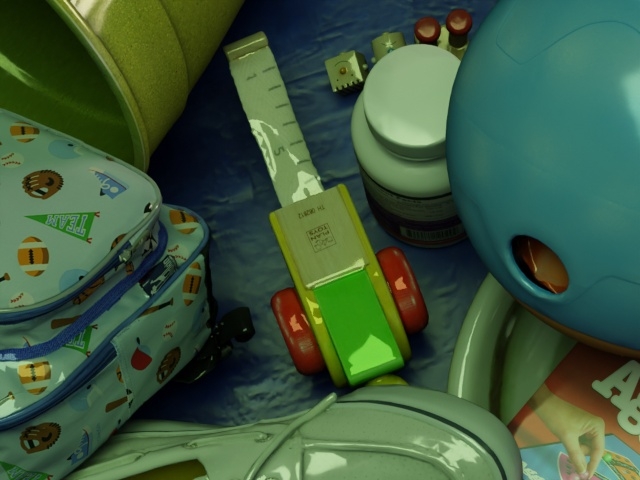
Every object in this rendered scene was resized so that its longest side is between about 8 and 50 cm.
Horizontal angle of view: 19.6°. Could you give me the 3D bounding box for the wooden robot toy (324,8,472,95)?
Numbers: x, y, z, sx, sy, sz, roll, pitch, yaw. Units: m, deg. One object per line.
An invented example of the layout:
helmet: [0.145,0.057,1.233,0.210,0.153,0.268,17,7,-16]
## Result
wooden robot toy: [0.095,-0.134,1.483,0.173,0.076,0.079,-15,82,2]

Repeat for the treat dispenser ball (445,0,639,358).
treat dispenser ball: [0.226,-0.065,1.221,0.288,0.288,0.288,-2,72,6]

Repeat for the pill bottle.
pill bottle: [0.079,-0.072,1.395,0.108,0.193,0.108,-2,71,6]

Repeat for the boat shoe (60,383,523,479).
boat shoe: [-0.049,0.185,1.286,0.367,0.156,0.136,-3,107,25]

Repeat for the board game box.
board game box: [0.260,0.190,1.272,0.281,0.027,0.145,38,79,16]

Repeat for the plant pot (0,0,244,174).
plant pot: [-0.176,-0.284,1.437,0.366,0.366,0.353,32,67,15]

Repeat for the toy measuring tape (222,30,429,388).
toy measuring tape: [0.000,0.000,1.427,0.121,0.121,0.330,-22,68,-1]

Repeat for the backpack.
backpack: [-0.230,0.050,1.339,0.276,0.213,0.263,21,57,25]

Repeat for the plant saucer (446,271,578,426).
plant saucer: [0.293,0.136,1.352,0.400,0.100,0.400,-2,72,6]
